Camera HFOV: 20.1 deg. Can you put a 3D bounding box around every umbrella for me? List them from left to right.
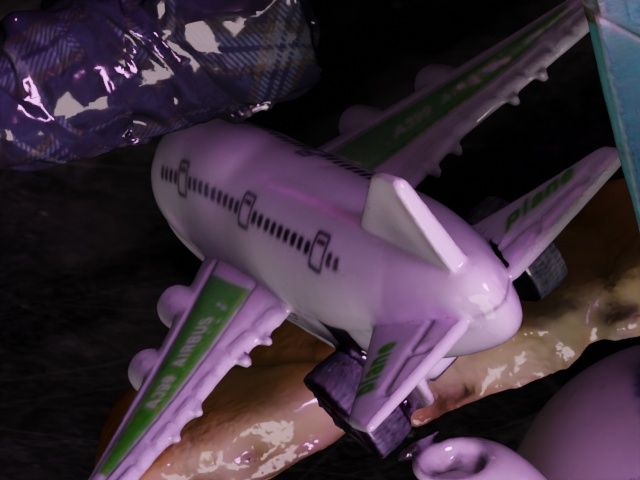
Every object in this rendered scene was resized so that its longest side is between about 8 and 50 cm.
[{"bbox_3d":[-0.111,-0.048,0.616,0.224,0.071,0.080,-22,146,-11],"label":"umbrella"}]

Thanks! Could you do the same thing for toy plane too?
[{"bbox_3d":[0.003,0.004,0.644,0.101,0.251,0.255,51,166,-22],"label":"toy plane"}]

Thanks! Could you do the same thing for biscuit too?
[{"bbox_3d":[0.036,0.035,0.734,0.299,0.154,0.045,-24,106,20],"label":"biscuit"}]

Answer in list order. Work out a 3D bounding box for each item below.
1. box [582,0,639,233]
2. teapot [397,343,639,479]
[{"bbox_3d":[0.103,-0.075,0.514,0.041,0.162,0.229,-6,148,14],"label":"box"},{"bbox_3d":[0.209,0.118,0.784,0.424,0.252,0.280,-3,117,-30],"label":"teapot"}]
